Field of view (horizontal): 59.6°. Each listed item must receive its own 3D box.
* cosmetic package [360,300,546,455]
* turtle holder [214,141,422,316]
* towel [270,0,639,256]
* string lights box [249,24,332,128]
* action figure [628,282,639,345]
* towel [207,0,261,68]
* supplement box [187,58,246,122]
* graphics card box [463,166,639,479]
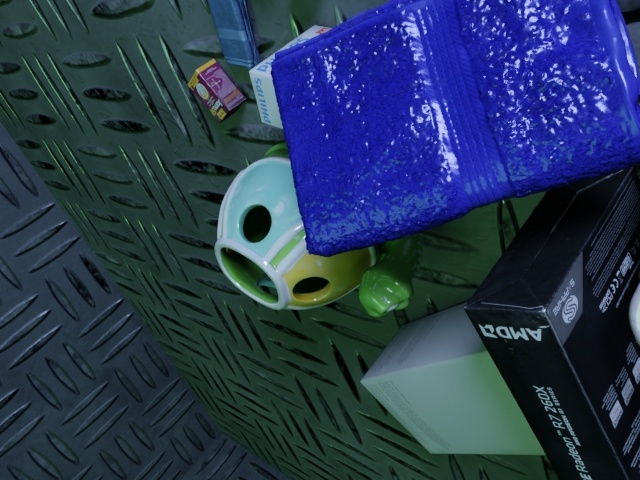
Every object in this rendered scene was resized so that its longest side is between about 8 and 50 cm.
[{"bbox_3d":[0.243,0.212,0.862,0.197,0.155,0.365,47,149,-3],"label":"cosmetic package"},{"bbox_3d":[-0.009,0.005,0.847,0.320,0.227,0.243,41,149,7],"label":"turtle holder"},{"bbox_3d":[0.097,-0.129,0.492,0.308,0.076,0.228,-19,73,28],"label":"towel"},{"bbox_3d":[0.059,-0.168,0.648,0.259,0.133,0.077,24,145,31],"label":"string lights box"},{"bbox_3d":[0.313,-0.088,0.328,0.248,0.276,0.370,39,164,22],"label":"action figure"},{"bbox_3d":[-0.125,-0.309,0.806,0.067,0.029,0.119,23,143,33],"label":"towel"},{"bbox_3d":[-0.172,-0.246,0.925,0.083,0.043,0.055,49,149,-8],"label":"supplement box"},{"bbox_3d":[0.317,0.136,0.605,0.094,0.233,0.371,-3,126,52],"label":"graphics card box"}]
